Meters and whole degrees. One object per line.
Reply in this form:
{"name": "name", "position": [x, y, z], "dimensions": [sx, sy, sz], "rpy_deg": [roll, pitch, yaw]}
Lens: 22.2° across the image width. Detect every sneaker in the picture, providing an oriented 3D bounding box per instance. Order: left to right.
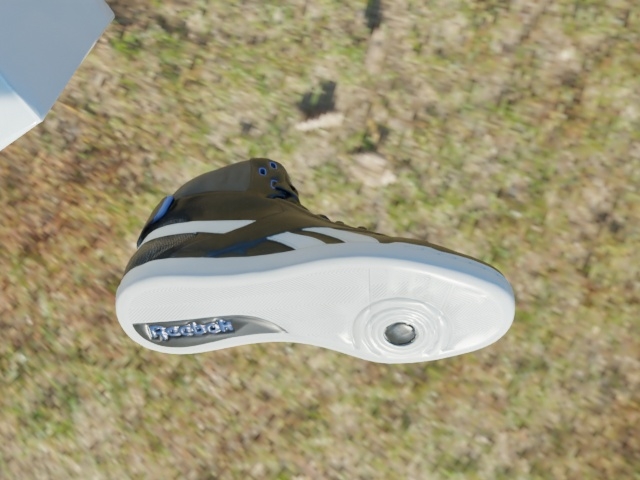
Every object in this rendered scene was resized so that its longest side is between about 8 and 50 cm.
{"name": "sneaker", "position": [0.000, 0.000, 0.912], "dimensions": [0.216, 0.121, 0.079], "rpy_deg": [1, 131, 6]}

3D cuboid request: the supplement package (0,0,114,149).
{"name": "supplement package", "position": [-0.291, -0.105, 0.903], "dimensions": [0.262, 0.198, 0.199], "rpy_deg": [-32, 108, 17]}
